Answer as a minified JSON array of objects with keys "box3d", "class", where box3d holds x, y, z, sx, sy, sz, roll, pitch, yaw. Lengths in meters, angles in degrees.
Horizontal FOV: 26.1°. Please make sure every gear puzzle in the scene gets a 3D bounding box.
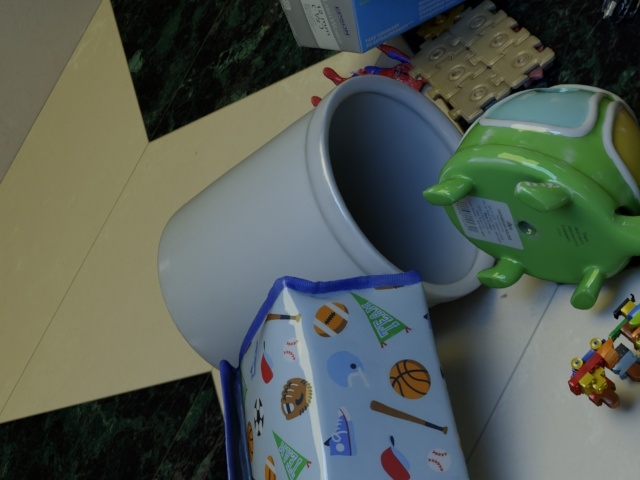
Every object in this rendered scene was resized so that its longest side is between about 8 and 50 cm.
[{"box3d":[0.227,-0.281,2.110,0.175,0.044,0.339,-38,35,3],"class":"gear puzzle"}]

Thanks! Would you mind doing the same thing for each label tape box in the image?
[{"box3d":[0.119,-0.391,2.169,0.249,0.115,0.347,-29,24,-18],"class":"label tape box"}]

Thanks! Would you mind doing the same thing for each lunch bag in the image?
[{"box3d":[0.002,0.265,1.751,0.385,0.239,0.328,121,145,-57],"class":"lunch bag"}]

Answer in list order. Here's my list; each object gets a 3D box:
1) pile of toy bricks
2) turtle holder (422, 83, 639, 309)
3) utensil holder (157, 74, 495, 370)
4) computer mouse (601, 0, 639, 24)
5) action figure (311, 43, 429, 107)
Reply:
[{"box3d":[0.382,0.121,1.552,0.212,0.118,0.105,-45,60,-7],"class":"pile of toy bricks"},{"box3d":[0.305,-0.079,1.675,0.227,0.243,0.320,-55,19,-27],"class":"turtle holder"},{"box3d":[0.000,0.000,1.949,0.385,0.327,0.328,-32,41,39],"class":"utensil holder"},{"box3d":[0.485,-0.372,1.817,0.272,0.072,0.188,21,81,57],"class":"computer mouse"},{"box3d":[0.066,-0.275,2.259,0.280,0.139,0.091,1,66,51],"class":"action figure"}]
